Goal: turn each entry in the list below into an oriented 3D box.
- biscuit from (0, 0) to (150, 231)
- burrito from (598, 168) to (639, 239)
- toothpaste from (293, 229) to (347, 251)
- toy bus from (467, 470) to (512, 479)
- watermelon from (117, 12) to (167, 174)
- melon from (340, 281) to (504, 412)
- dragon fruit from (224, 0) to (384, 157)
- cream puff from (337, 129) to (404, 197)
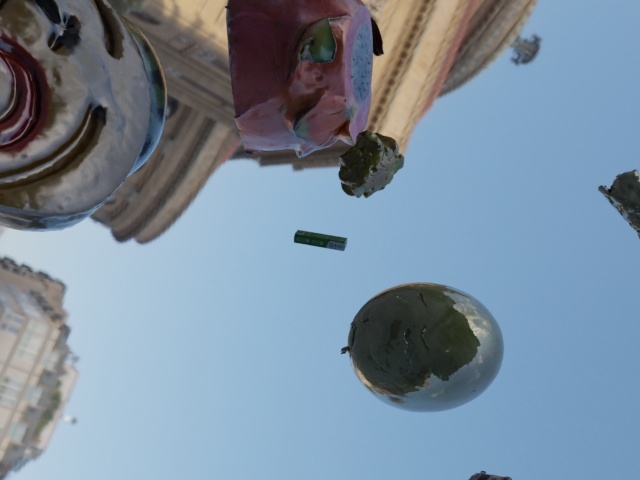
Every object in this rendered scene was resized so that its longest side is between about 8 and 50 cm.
[{"bbox_3d":[-0.291,-0.155,0.567,0.063,0.367,0.314,-31,-145,37],"label":"biscuit"},{"bbox_3d":[0.498,-0.007,1.134,0.063,0.229,0.058,-46,-172,-28],"label":"burrito"},{"bbox_3d":[0.000,0.000,1.233,0.020,0.083,0.017,-58,156,-64],"label":"toothpaste"},{"bbox_3d":[0.181,0.298,0.823,0.058,0.102,0.052,1,-155,44],"label":"toy bus"},{"bbox_3d":[-0.266,-0.152,0.825,0.212,0.212,0.212,-43,-148,35],"label":"watermelon"},{"bbox_3d":[0.205,0.219,1.596,0.268,0.330,0.268,179,-90,-75],"label":"melon"},{"bbox_3d":[-0.017,-0.255,1.074,0.290,0.189,0.290,0,90,-79],"label":"dragon fruit"},{"bbox_3d":[0.056,-0.093,0.946,0.058,0.083,0.083,30,-64,51],"label":"cream puff"}]
